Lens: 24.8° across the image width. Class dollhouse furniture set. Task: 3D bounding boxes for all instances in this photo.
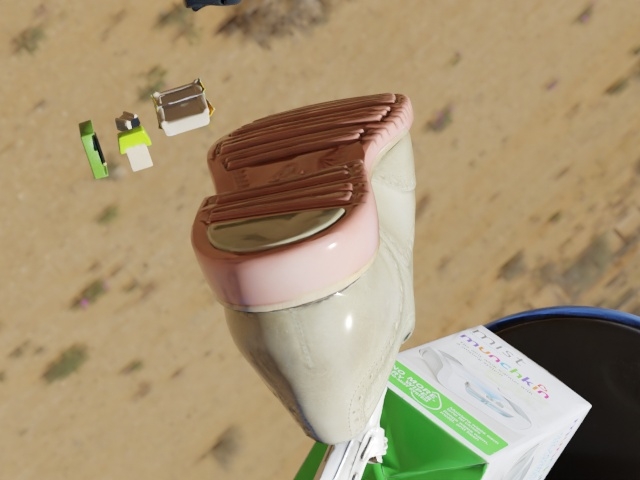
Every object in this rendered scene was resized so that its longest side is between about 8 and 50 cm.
[{"bbox_3d":[-0.190,-0.120,1.630,0.151,0.076,0.058,-18,128,-4],"label":"dollhouse furniture set"}]

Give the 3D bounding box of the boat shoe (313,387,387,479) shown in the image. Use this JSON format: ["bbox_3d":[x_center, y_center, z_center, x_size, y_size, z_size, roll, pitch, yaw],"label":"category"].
[{"bbox_3d":[0.026,0.135,0.959,0.100,0.035,0.035,-64,-175,-17],"label":"boat shoe"}]

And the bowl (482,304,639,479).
[{"bbox_3d":[0.227,0.241,1.337,0.391,0.391,0.077,-40,149,-1],"label":"bowl"}]

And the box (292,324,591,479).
[{"bbox_3d":[0.063,0.214,1.138,0.231,0.127,0.262,-7,130,-62],"label":"box"}]

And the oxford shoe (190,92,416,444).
[{"bbox_3d":[0.000,0.000,0.979,0.140,0.146,0.397,-11,-161,14],"label":"oxford shoe"}]

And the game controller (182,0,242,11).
[{"bbox_3d":[-0.145,-0.323,1.345,0.067,0.166,0.319,-53,-153,30],"label":"game controller"}]
